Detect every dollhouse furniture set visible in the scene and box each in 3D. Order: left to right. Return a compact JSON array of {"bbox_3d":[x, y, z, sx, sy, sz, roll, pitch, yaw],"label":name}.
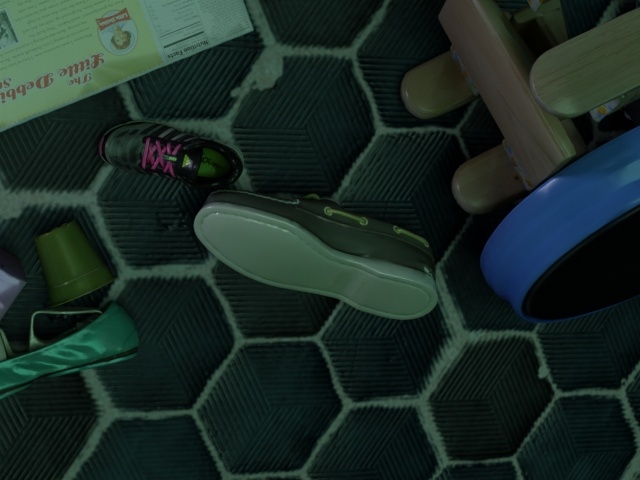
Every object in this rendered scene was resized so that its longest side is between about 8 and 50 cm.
[{"bbox_3d":[0.122,-0.228,1.375,0.256,0.362,0.394,-26,81,-11],"label":"dollhouse furniture set"}]

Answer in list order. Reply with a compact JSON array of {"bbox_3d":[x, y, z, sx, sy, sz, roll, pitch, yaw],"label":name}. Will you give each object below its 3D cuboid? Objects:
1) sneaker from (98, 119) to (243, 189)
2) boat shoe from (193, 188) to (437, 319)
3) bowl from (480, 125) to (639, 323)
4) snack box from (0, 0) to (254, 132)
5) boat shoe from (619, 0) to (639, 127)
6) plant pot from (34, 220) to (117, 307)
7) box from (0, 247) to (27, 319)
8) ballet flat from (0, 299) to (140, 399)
[{"bbox_3d":[-0.161,-0.094,1.454,0.170,0.075,0.063,10,100,-19],"label":"sneaker"},{"bbox_3d":[-0.002,0.003,1.521,0.305,0.091,0.109,20,139,-16],"label":"boat shoe"},{"bbox_3d":[0.375,-0.024,1.497,0.391,0.391,0.077,-20,67,-12],"label":"bowl"},{"bbox_3d":[-0.253,-0.256,1.394,0.322,0.060,0.187,-23,108,-11],"label":"snack box"},{"bbox_3d":[0.416,-0.187,1.608,0.102,0.108,0.301,5,118,14],"label":"boat shoe"},{"bbox_3d":[-0.282,0.023,1.449,0.083,0.083,0.079,-25,97,-10],"label":"plant pot"},{"bbox_3d":[-0.473,0.074,1.375,0.213,0.117,0.243,34,92,-21],"label":"box"},{"bbox_3d":[-0.329,0.126,1.459,0.247,0.083,0.087,-19,93,-16],"label":"ballet flat"}]
